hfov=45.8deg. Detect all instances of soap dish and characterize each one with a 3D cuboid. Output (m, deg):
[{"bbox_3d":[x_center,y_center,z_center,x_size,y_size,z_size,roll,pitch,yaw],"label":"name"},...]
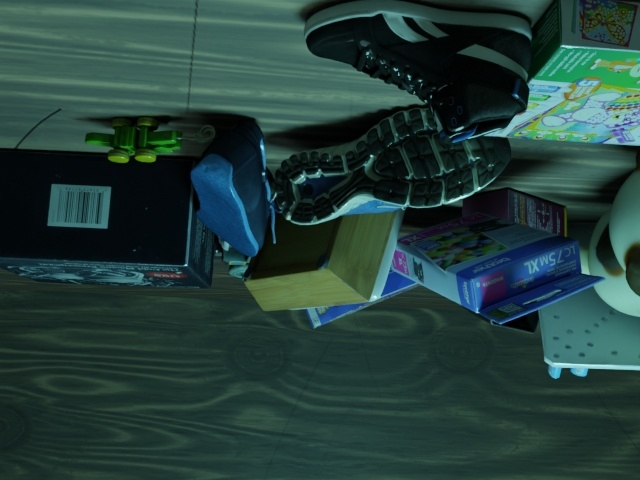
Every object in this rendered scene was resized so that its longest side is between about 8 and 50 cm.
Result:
[{"bbox_3d":[0.000,0.000,1.294,0.118,0.229,0.291,31,155,-31],"label":"soap dish"}]

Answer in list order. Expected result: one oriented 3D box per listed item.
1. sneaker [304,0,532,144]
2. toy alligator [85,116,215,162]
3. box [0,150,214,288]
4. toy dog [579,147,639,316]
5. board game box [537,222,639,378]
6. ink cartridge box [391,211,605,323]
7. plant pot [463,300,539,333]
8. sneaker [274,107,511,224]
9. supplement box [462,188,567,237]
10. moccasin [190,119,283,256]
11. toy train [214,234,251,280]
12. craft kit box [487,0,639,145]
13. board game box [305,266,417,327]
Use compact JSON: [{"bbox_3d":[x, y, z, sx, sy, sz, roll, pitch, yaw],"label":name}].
[{"bbox_3d":[0.091,-0.151,0.707,0.217,0.121,0.079,2,168,0],"label":"sneaker"},{"bbox_3d":[-0.226,-0.134,1.033,0.190,0.056,0.051,0,169,12],"label":"toy alligator"},{"bbox_3d":[-0.370,-0.024,1.324,0.343,0.179,0.312,3,171,0],"label":"box"},{"bbox_3d":[0.533,-0.011,1.103,0.395,0.284,0.408,17,174,23],"label":"toy dog"},{"bbox_3d":[0.595,0.103,1.396,0.390,0.390,0.050,0,128,10],"label":"board game box"},{"bbox_3d":[0.252,0.029,1.150,0.186,0.065,0.311,-18,-160,-17],"label":"ink cartridge box"},{"bbox_3d":[0.433,0.106,1.855,0.188,0.187,0.167,15,-179,-39],"label":"plant pot"},{"bbox_3d":[0.102,-0.103,1.036,0.330,0.129,0.147,-8,-175,33],"label":"sneaker"},{"bbox_3d":[0.357,-0.032,1.388,0.188,0.080,0.104,11,167,-41],"label":"supplement box"},{"bbox_3d":[-0.108,-0.067,1.141,0.138,0.117,0.342,33,164,1],"label":"moccasin"},{"bbox_3d":[-0.054,0.003,1.538,0.334,0.142,0.190,3,160,-12],"label":"toy train"},{"bbox_3d":[0.320,-0.163,0.788,0.247,0.061,0.250,0,170,-4],"label":"craft kit box"},{"bbox_3d":[0.163,0.056,1.470,0.347,0.078,0.233,-18,171,-35],"label":"board game box"}]
